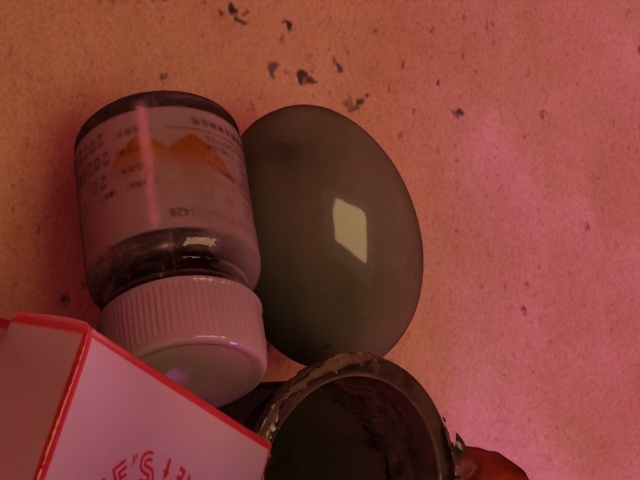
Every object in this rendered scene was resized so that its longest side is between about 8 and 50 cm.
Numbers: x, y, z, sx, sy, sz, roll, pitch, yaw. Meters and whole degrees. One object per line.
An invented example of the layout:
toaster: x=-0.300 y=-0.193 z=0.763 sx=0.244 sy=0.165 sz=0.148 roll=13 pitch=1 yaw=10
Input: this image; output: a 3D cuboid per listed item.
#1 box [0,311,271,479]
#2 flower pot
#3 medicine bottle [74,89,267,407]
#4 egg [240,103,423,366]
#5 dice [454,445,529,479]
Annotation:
box: x=-0.272 y=0.242 z=1.554 sx=0.312 sy=0.300 sz=0.314 roll=41 pitch=62 yaw=-54
flower pot: x=-0.046 y=0.243 z=1.823 sx=0.290 sy=0.259 sz=0.290 roll=-2 pitch=93 yaw=-44
medicine bottle: x=-0.138 y=0.010 z=1.749 sx=0.165 sy=0.165 sz=0.273 roll=19 pitch=47 yaw=-39
egg: x=0.000 y=0.000 z=1.908 sx=0.203 sy=0.203 sz=0.282 roll=-25 pitch=108 yaw=-39
dice: x=0.137 y=0.336 z=2.046 sx=0.179 sy=0.174 sz=0.175 roll=-47 pitch=117 yaw=-37
